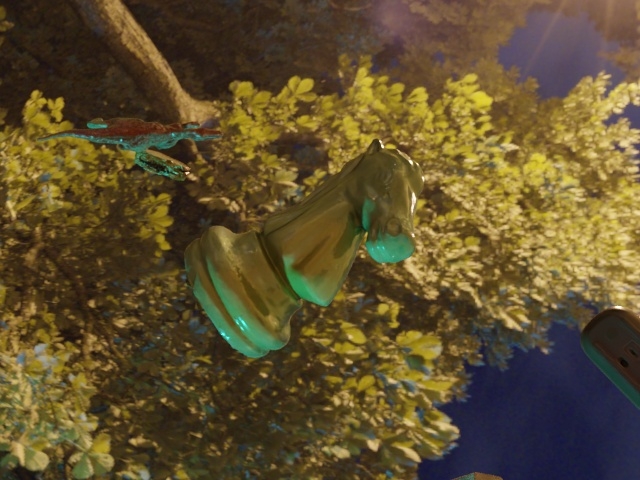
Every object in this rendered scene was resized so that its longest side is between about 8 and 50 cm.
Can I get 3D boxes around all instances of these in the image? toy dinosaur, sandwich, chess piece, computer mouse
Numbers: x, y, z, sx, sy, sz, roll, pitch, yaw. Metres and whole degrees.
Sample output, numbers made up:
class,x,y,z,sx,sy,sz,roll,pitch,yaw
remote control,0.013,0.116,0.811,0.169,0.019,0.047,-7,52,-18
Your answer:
class,x,y,z,sx,sy,sz,roll,pitch,yaw
toy dinosaur,-0.294,-0.162,0.928,0.242,0.167,0.053,-5,-80,-39
sandwich,-0.322,-0.154,1.234,0.035,0.105,0.093,-67,-11,8
chess piece,0.000,0.000,0.732,0.298,0.176,0.175,-33,-65,3
computer mouse,0.566,0.219,1.067,0.120,0.232,0.057,-48,-44,13

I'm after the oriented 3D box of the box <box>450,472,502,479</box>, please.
class,x,y,z,sx,sy,sz,roll,pitch,yaw
box,0.249,0.526,1.014,0.067,0.149,0.233,14,-126,-17
